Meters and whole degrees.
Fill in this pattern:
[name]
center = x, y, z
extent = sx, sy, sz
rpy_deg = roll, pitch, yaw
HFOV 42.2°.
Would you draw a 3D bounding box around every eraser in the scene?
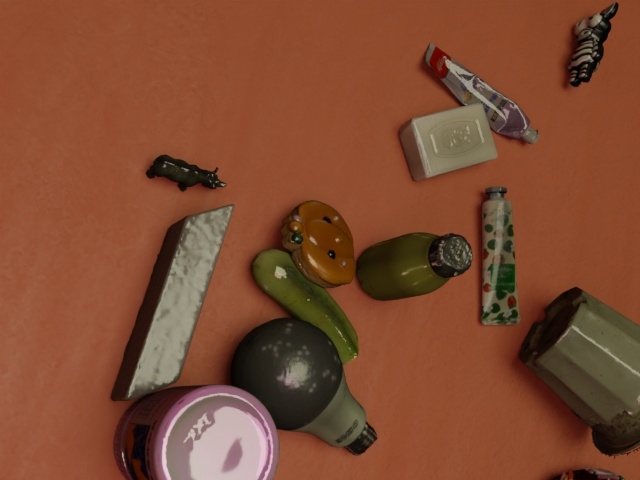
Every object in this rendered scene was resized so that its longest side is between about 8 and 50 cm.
[eraser]
center = -0.235, 0.096, 1.333
extent = 0.077, 0.111, 0.352
rpy_deg = 24, 71, -22

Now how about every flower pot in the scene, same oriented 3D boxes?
[flower pot]
center = 0.544, 0.240, 1.621
extent = 0.259, 0.290, 0.290
rpy_deg = 35, 67, -2

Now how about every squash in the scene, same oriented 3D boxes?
[squash]
center = -0.024, 0.111, 1.454
extent = 0.250, 0.083, 0.083
rpy_deg = 48, 65, -14

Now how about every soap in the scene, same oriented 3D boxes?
[soap]
center = 0.253, -0.197, 1.650
extent = 0.183, 0.064, 0.121
rpy_deg = -18, 91, -27

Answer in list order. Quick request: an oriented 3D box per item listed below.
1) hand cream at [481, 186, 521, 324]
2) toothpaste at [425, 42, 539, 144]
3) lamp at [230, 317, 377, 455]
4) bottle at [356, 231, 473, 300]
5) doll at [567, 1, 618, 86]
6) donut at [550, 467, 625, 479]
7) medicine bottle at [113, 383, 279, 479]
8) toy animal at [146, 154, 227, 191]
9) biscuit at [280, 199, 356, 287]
[hand cream]
center = 0.357, 0.031, 1.665
extent = 0.095, 0.059, 0.276
rpy_deg = 1, 85, -24
[toothpaste]
center = 0.335, -0.297, 1.720
extent = 0.301, 0.048, 0.075
rpy_deg = 35, 72, -14
[lamp]
center = -0.002, 0.247, 1.384
extent = 0.314, 0.182, 0.182
rpy_deg = 29, 69, -24
[bottle]
center = 0.165, 0.042, 1.451
extent = 0.112, 0.260, 0.112
rpy_deg = 5, 79, -25
[doll]
center = 0.600, -0.439, 1.848
extent = 0.067, 0.091, 0.219
rpy_deg = 31, 67, -17
[donut]
center = 0.555, 0.584, 1.614
extent = 0.345, 0.136, 0.259
rpy_deg = 31, 72, -19
[medicine bottle]
center = -0.191, 0.301, 1.214
extent = 0.178, 0.291, 0.178
rpy_deg = 5, 78, -25
[toy animal]
center = -0.222, -0.111, 1.404
extent = 0.136, 0.065, 0.047
rpy_deg = 19, 73, -22
[biscuit]
center = 0.003, -0.002, 1.458
extent = 0.170, 0.050, 0.170
rpy_deg = 31, 43, -33
